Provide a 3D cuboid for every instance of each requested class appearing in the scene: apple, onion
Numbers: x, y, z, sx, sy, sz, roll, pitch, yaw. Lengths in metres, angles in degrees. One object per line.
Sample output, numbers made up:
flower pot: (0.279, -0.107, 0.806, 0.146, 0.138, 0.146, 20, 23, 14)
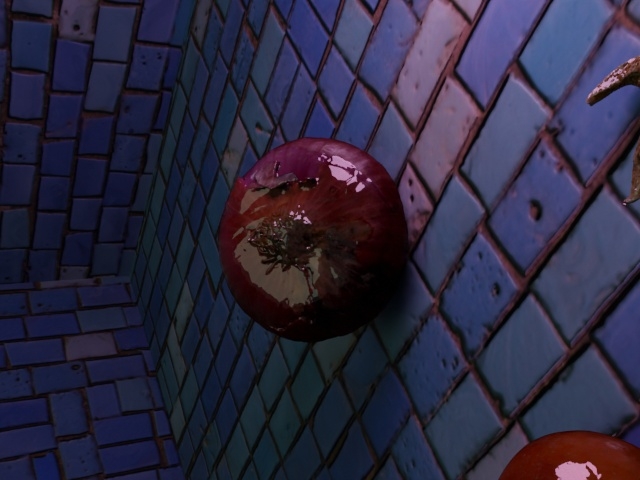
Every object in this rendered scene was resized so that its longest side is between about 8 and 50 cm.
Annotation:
apple: (0.292, 0.316, 0.830, 0.201, 0.218, 0.218, 18, 109, 53)
onion: (0.000, 0.000, 1.337, 0.348, 0.285, 0.347, 0, 89, 20)

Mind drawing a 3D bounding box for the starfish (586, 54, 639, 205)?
starfish: (0.380, -0.156, 0.781, 0.236, 0.062, 0.277, 38, 123, 54)
